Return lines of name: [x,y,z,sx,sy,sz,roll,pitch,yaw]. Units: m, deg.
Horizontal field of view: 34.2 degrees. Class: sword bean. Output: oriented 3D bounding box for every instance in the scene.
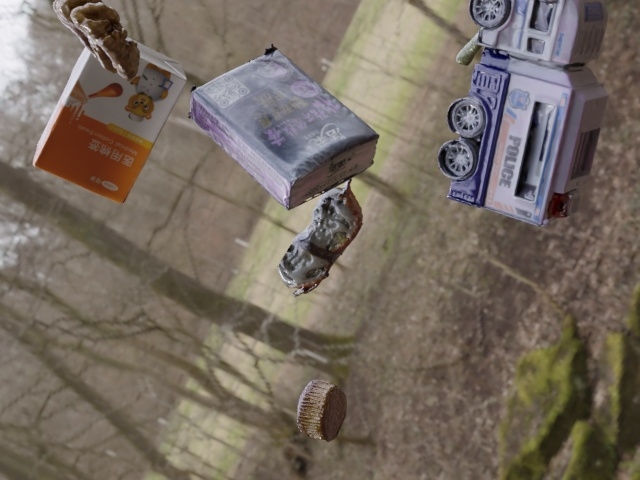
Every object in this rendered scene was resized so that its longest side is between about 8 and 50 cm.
sword bean: [0.375,-0.470,2.209,0.043,0.038,0.269,-25,-19,-50]

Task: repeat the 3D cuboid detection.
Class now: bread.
bread: [-0.003,0.231,1.415,0.085,0.053,0.085,-24,-63,-61]

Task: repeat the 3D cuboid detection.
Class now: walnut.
walnut: [-0.344,-0.327,1.629,0.069,0.143,0.170,-46,-29,-8]

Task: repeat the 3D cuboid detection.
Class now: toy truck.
toy truck: [0.243,-0.164,1.178,0.124,0.155,0.267,-19,-56,-52]

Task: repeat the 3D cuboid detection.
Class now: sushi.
sushi: [0.000,0.000,2.479,0.332,0.130,0.124,-51,8,21]

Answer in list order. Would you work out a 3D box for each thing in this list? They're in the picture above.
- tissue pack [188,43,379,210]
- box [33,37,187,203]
tissue pack: [-0.082,-0.248,2.248,0.259,0.361,0.122,-32,-30,-28]
box: [-0.477,-0.282,2.349,0.341,0.225,0.143,-60,22,15]
